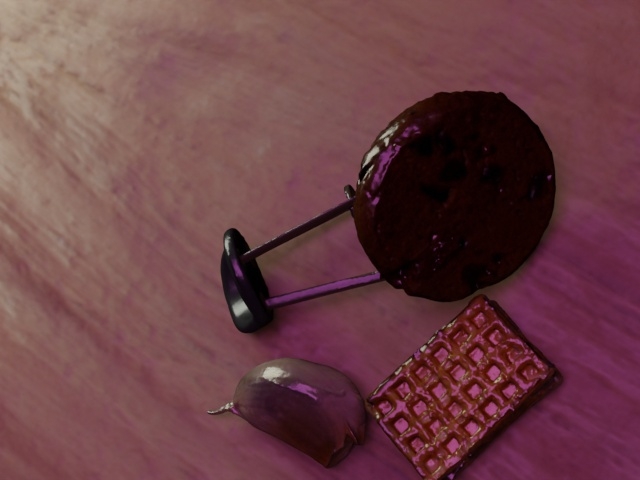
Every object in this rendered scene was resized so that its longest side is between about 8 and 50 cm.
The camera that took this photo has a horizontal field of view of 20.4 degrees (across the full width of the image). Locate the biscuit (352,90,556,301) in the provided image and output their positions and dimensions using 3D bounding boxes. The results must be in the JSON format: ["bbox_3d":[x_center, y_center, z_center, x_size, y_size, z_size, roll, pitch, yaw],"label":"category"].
[{"bbox_3d":[0.114,-0.038,1.510,0.192,0.192,0.049,-56,33,-3],"label":"biscuit"}]

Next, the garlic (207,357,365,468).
[{"bbox_3d":[-0.026,0.140,1.555,0.152,0.066,0.084,23,84,21],"label":"garlic"}]

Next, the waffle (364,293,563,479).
[{"bbox_3d":[0.122,0.129,1.523,0.148,0.042,0.102,-43,68,2],"label":"waffle"}]

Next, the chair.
[{"bbox_3d":[0.000,0.001,1.573,0.221,0.095,0.104,-25,56,11],"label":"chair"}]
